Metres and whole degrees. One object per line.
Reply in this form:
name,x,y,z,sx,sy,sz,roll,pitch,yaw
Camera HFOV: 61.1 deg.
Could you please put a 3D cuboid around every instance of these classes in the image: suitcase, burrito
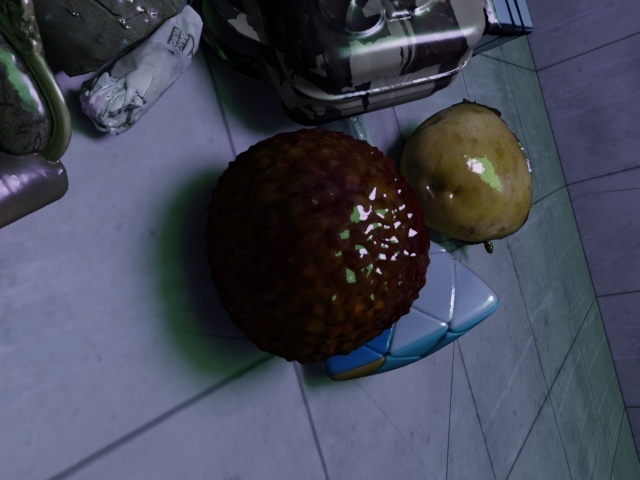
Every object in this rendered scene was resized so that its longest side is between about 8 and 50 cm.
suitcase,-0.001,-0.328,0.700,0.339,0.194,0.352,-19,81,-19
burrito,-0.176,-0.180,0.562,0.064,0.064,0.203,53,40,-28

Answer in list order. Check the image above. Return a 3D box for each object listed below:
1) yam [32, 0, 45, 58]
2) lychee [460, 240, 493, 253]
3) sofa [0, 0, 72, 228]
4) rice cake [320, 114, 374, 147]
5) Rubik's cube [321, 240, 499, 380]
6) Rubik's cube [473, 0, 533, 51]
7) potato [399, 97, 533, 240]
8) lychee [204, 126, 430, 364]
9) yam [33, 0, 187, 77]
yam,-0.223,-0.159,0.369,0.061,0.061,0.253,-47,154,-50
lychee,0.344,-0.040,1.184,0.114,0.114,0.147,4,61,-53
sofa,-0.284,-0.096,0.277,0.200,0.181,0.259,-46,115,-50
rice cake,0.040,-0.177,0.851,0.063,0.066,0.337,-22,96,-50
Rubik's cube,0.110,0.109,0.721,0.254,0.254,0.255,23,60,-48
Rubik's cube,0.173,-0.440,0.944,0.293,0.288,0.284,-35,106,-56
potato,0.255,-0.117,1.016,0.242,0.242,0.286,-26,106,-54
lychee,0.000,0.000,0.592,0.260,0.260,0.261,23,60,-48
yam,-0.239,-0.248,0.432,0.254,0.153,0.154,48,44,-41
